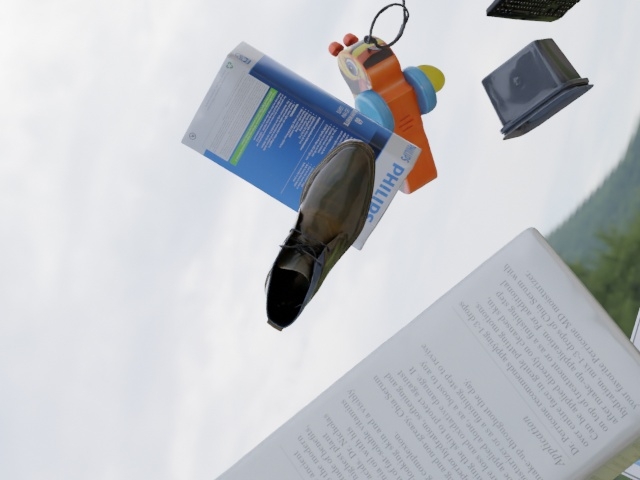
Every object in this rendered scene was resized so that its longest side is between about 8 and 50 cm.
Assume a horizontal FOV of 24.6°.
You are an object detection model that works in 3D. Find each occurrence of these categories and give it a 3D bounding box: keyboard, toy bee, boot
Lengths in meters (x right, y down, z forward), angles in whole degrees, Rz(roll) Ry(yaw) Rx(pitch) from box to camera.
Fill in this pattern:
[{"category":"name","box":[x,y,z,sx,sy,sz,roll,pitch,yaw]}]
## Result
[{"category":"keyboard","box":[0.297,-0.313,1.901,0.192,0.038,0.100,-9,-34,-53]},{"category":"toy bee","box":[0.087,-0.219,2.023,0.195,0.162,0.298,-12,-56,-32]},{"category":"boot","box":[0.000,0.000,1.588,0.106,0.082,0.219,-77,12,-67]}]

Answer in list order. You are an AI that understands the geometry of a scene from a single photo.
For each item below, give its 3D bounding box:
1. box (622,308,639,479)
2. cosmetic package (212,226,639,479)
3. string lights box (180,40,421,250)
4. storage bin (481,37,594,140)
[{"category":"box","box":[0.508,0.203,2.046,0.087,0.169,0.290,7,-78,-45]},{"category":"cosmetic package","box":[0.119,0.224,1.478,0.453,0.230,0.161,-39,-21,6]},{"category":"string lights box","box":[-0.023,-0.115,1.792,0.133,0.259,0.077,-58,1,25]},{"category":"storage bin","box":[0.294,-0.214,2.014,0.135,0.091,0.098,-35,-11,36]}]
